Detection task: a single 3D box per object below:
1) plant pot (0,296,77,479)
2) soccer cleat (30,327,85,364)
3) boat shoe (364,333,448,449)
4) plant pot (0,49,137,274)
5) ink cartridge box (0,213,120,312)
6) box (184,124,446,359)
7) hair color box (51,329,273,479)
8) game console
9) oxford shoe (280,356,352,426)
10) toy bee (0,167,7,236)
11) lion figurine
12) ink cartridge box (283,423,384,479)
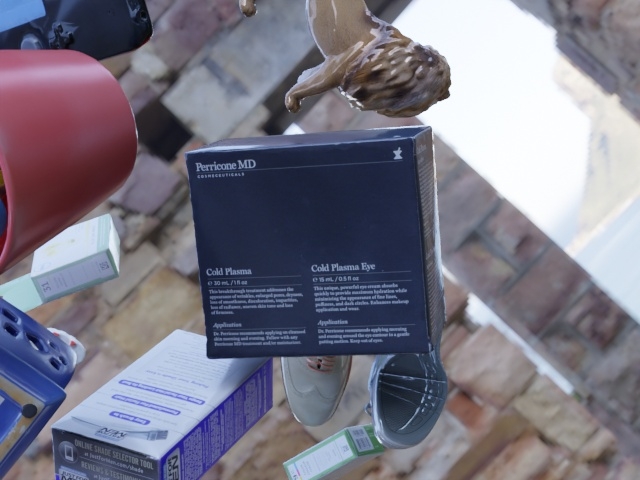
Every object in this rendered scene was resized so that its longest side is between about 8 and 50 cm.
[{"bbox_3d":[-0.465,0.196,1.561,0.236,0.236,0.212,-51,18,0],"label":"plant pot"},{"bbox_3d":[-0.523,0.190,2.228,0.076,0.196,0.068,114,166,-81],"label":"soccer cleat"},{"bbox_3d":[0.135,0.221,1.979,0.320,0.118,0.103,-83,12,-50],"label":"boat shoe"},{"bbox_3d":[-0.372,-0.110,1.469,0.243,0.275,0.275,-30,-17,-50],"label":"plant pot"},{"bbox_3d":[-0.414,0.047,1.815,0.235,0.056,0.171,-20,21,-2],"label":"ink cartridge box"},{"bbox_3d":[0.000,0.000,1.813,0.179,0.343,0.312,-42,-51,-72],"label":"box"},{"bbox_3d":[-0.228,0.265,1.843,0.339,0.185,0.110,-36,-47,-57],"label":"hair color box"},{"bbox_3d":[-0.401,-0.422,1.683,0.342,0.386,0.060,-7,13,43],"label":"game console"},{"bbox_3d":[-0.009,0.186,2.237,0.146,0.141,0.397,-82,-4,-66],"label":"oxford shoe"},{"bbox_3d":[-0.427,-0.044,1.347,0.195,0.162,0.298,-25,35,24],"label":"toy bee"},{"bbox_3d":[0.024,-0.347,1.870,0.240,0.392,0.142,-23,13,27],"label":"lion figurine"},{"bbox_3d":[0.005,0.420,2.293,0.209,0.062,0.109,-34,-20,24],"label":"ink cartridge box"}]
